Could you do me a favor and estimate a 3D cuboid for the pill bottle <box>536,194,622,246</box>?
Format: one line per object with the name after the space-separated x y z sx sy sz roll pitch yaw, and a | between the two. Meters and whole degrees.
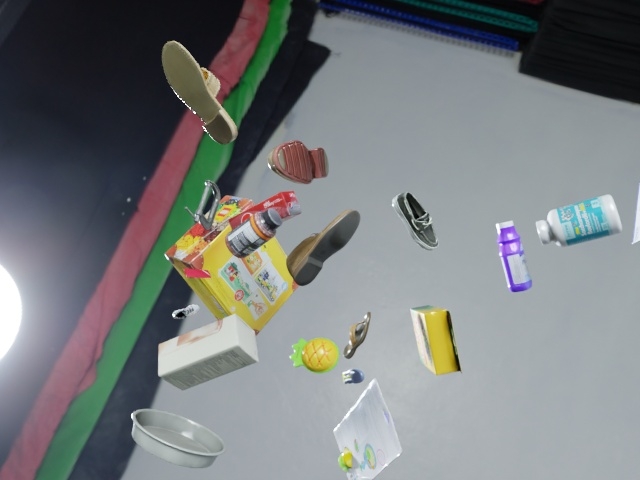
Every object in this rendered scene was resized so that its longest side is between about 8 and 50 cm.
0.929 -0.061 1.916 0.146 0.264 0.146 41 -141 -46 | pill bottle

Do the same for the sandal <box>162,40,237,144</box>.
-0.254 -0.328 1.170 0.240 0.088 0.079 58 -147 -13 | sandal

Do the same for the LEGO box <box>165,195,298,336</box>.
-0.348 0.122 2.248 0.372 0.193 0.500 -49 -51 -27 | LEGO box

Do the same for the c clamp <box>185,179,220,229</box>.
-0.313 -0.103 1.457 0.137 0.022 0.160 72 -156 -49 | c clamp

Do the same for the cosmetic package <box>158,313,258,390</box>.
-0.377 0.377 1.778 0.153 0.296 0.129 59 -167 -48 | cosmetic package

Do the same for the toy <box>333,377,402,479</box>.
0.099 0.374 1.000 0.237 0.056 0.136 -62 37 42 | toy

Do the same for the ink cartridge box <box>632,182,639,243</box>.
0.899 -0.117 1.353 0.224 0.045 0.223 107 -174 -65 | ink cartridge box

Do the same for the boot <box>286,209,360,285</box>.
0.000 0.000 1.729 0.305 0.115 0.112 -47 -46 6 | boot

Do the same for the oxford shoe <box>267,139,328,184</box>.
-0.086 -0.214 1.542 0.348 0.130 0.122 -9 -88 -70 | oxford shoe

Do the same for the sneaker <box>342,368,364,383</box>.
0.132 0.495 1.932 0.144 0.059 0.053 145 122 -64 | sneaker

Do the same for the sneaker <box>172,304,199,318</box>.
-0.483 0.262 1.916 0.069 0.098 0.038 -5 106 68 | sneaker

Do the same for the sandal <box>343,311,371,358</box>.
0.128 0.354 1.981 0.090 0.060 0.219 -77 14 -56 | sandal

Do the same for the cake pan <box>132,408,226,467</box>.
-0.423 0.582 1.558 0.293 0.293 0.054 52 -120 -76 | cake pan

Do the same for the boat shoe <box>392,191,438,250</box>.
0.317 -0.060 1.698 0.078 0.219 0.070 -46 12 -32 | boat shoe

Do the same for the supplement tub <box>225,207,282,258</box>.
-0.223 -0.028 1.801 0.198 0.106 0.106 -34 2 22 | supplement tub

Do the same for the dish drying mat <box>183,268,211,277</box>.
-0.358 0.096 1.541 0.083 0.032 0.008 8 -47 -47 | dish drying mat

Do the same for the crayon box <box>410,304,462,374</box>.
0.380 0.325 1.761 0.318 0.081 0.202 92 168 -85 | crayon box

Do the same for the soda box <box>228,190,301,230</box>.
-0.200 -0.087 1.893 0.083 0.263 0.092 -13 -99 -60 | soda box

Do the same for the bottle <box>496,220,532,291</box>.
0.779 0.063 2.141 0.118 0.092 0.282 -12 -92 -62 | bottle

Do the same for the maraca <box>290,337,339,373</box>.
-0.021 0.410 1.900 0.099 0.186 0.127 54 -137 -55 | maraca
